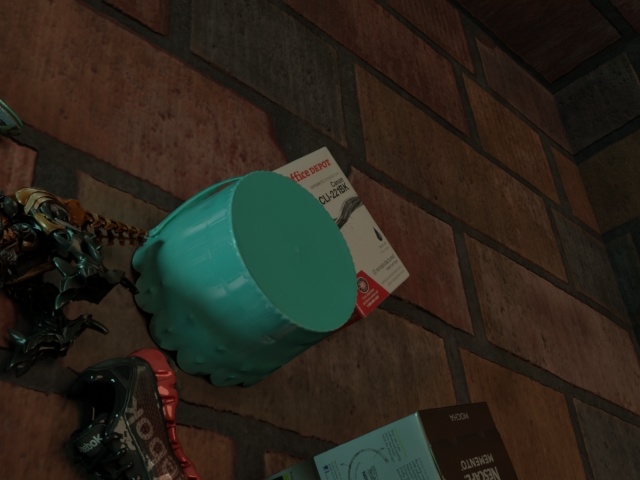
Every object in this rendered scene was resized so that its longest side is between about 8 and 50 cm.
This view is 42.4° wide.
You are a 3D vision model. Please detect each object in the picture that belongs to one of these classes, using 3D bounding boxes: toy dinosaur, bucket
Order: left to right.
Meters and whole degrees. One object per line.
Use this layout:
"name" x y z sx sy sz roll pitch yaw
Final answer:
"toy dinosaur" -0.321 0.005 0.925 0.322 0.164 0.218 -23 65 -36
"bucket" -0.094 0.048 1.138 0.281 0.183 0.281 34 40 -34

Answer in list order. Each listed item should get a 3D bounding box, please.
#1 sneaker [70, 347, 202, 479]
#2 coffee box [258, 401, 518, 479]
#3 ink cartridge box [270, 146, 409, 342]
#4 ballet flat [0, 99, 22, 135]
"sneaker" -0.204 0.250 0.907 0.135 0.098 0.276 8 54 -50
"coffee box" 0.072 0.311 1.030 0.168 0.297 0.118 8 57 -49
"ink cartridge box" 0.000 0.000 1.363 0.272 0.114 0.197 56 33 0
"ballet flat" -0.449 -0.182 0.992 0.188 0.070 0.070 45 35 -15
